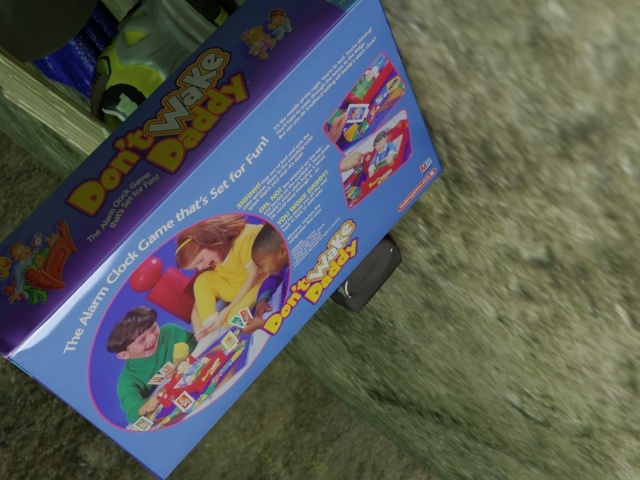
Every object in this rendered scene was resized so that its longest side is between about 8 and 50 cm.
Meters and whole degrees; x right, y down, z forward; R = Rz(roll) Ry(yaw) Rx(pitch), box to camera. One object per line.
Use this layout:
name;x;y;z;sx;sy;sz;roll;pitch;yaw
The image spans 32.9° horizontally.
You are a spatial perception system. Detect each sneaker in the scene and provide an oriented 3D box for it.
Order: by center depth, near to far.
sneaker;-0.183;-0.161;1.129;0.145;0.147;0.384;41;169;-5

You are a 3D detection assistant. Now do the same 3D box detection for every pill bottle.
pill bottle;-0.375;-0.325;1.130;0.283;0.161;0.161;38;167;18

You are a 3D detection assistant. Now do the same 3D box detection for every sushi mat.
sushi mat;-0.204;-0.084;1.062;0.316;0.019;0.151;36;168;7

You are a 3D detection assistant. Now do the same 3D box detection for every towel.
towel;-0.344;-0.269;1.427;0.308;0.076;0.228;26;161;53

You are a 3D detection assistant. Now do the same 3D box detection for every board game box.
board game box;-0.068;-0.011;0.811;0.078;0.347;0.233;35;165;33

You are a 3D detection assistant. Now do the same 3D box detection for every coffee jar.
coffee jar;0.000;0.000;1.230;0.184;0.096;0.079;35;169;32
